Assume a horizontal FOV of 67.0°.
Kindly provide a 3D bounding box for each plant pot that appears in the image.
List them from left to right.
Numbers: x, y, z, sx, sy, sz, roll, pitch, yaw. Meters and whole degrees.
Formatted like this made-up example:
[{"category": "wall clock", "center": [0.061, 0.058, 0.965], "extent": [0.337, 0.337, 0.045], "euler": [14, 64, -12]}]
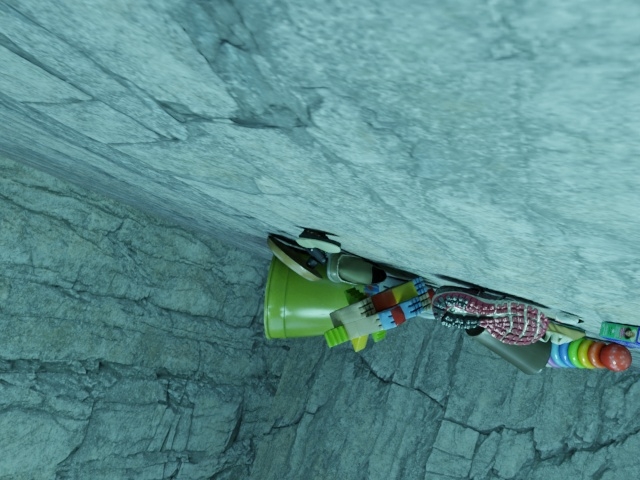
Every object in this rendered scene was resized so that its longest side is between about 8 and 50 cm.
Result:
[{"category": "plant pot", "center": [-0.094, 0.067, 1.646], "extent": [0.236, 0.032, 0.236], "euler": [38, -178, -2]}, {"category": "plant pot", "center": [-0.007, 0.219, 1.885], "extent": [0.352, 0.367, 0.366], "euler": [6, 172, 5]}]

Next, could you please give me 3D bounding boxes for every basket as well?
[{"category": "basket", "center": [0.589, 0.293, 1.540], "extent": [0.226, 0.205, 0.154], "euler": [26, 131, -15]}]

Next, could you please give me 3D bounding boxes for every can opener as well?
[{"category": "can opener", "center": [-0.014, 0.047, 1.558], "extent": [0.059, 0.073, 0.186], "euler": [24, 166, 14]}]

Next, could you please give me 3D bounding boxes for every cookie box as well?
[{"category": "cookie box", "center": [0.722, 0.223, 1.116], "extent": [0.091, 0.040, 0.107], "euler": [19, 173, -11]}]

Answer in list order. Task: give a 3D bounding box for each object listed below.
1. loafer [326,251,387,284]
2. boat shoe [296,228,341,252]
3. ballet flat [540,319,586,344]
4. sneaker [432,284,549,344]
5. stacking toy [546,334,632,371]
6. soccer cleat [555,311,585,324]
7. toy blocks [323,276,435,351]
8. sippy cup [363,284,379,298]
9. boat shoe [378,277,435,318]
[{"category": "loafer", "center": [0.114, 0.086, 1.445], "extent": [0.087, 0.095, 0.251], "euler": [0, 173, 40]}, {"category": "boat shoe", "center": [-0.001, -0.001, 1.191], "extent": [0.132, 0.042, 0.049], "euler": [12, 151, 41]}, {"category": "ballet flat", "center": [0.706, 0.279, 1.483], "extent": [0.232, 0.073, 0.080], "euler": [19, 172, -13]}, {"category": "sneaker", "center": [0.445, 0.179, 1.271], "extent": [0.298, 0.121, 0.112], "euler": [16, -158, 8]}, {"category": "stacking toy", "center": [0.915, 0.387, 1.678], "extent": [0.141, 0.141, 0.330], "euler": [20, 167, -20]}, {"category": "soccer cleat", "center": [0.627, 0.196, 1.216], "extent": [0.083, 0.029, 0.035], "euler": [17, 165, -22]}, {"category": "toy blocks", "center": [0.221, 0.200, 1.494], "extent": [0.381, 0.191, 0.260], "euler": [-15, 170, -44]}, {"category": "sippy cup", "center": [0.158, 0.269, 2.313], "extent": [0.223, 0.306, 0.240], "euler": [9, 133, -23]}, {"category": "boat shoe", "center": [0.338, 0.193, 1.721], "extent": [0.094, 0.109, 0.302], "euler": [3, -167, -37]}]
